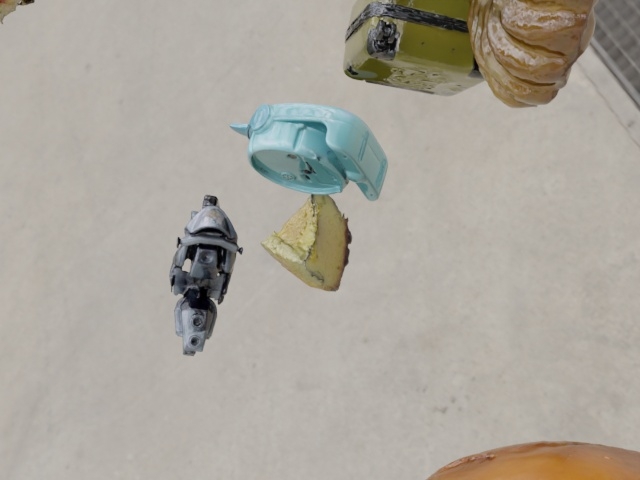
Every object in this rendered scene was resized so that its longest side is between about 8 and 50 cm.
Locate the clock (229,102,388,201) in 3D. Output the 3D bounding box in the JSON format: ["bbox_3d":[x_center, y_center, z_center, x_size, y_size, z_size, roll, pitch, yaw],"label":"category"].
[{"bbox_3d":[-0.028,-0.157,1.731,0.274,0.223,0.094,6,69,26],"label":"clock"}]

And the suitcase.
[{"bbox_3d":[0.142,-0.294,1.352,0.235,0.193,0.143,175,104,-79],"label":"suitcase"}]

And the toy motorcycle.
[{"bbox_3d":[-0.192,0.053,1.574,0.159,0.106,0.271,151,127,-75],"label":"toy motorcycle"}]

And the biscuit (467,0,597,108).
[{"bbox_3d":[0.233,-0.308,1.058,0.326,0.107,0.326,-171,90,-88],"label":"biscuit"}]

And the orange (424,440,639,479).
[{"bbox_3d":[0.133,0.239,0.511,0.283,0.284,0.226,-33,35,28],"label":"orange"}]

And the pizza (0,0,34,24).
[{"bbox_3d":[-0.178,-0.149,0.500,0.099,0.029,0.100,25,119,23],"label":"pizza"}]

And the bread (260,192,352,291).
[{"bbox_3d":[0.000,0.000,1.824,0.160,0.140,0.169,-51,38,-7],"label":"bread"}]
